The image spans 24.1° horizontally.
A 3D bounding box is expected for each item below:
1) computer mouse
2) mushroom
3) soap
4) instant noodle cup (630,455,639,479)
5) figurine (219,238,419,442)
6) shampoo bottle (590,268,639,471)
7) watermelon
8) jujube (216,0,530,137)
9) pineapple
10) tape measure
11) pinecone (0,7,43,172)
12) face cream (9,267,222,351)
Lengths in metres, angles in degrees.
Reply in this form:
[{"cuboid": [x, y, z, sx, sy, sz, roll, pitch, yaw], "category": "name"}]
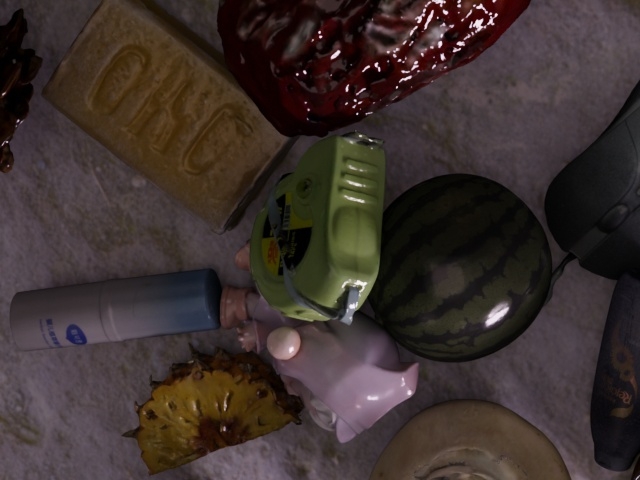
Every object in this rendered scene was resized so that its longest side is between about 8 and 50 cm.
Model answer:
[{"cuboid": [0.360, -0.057, 1.678, 0.167, 0.090, 0.379, 39, 105, 4], "category": "computer mouse"}, {"cuboid": [0.169, 0.303, 1.709, 0.246, 0.202, 0.246, 0, 88, 15], "category": "mushroom"}, {"cuboid": [-0.170, -0.155, 1.760, 0.274, 0.089, 0.173, 37, 104, 4], "category": "soap"}, {"cuboid": [0.455, 0.322, 1.648, 0.296, 0.214, 0.296, 1, 98, 10], "category": "instant noodle cup"}, {"cuboid": [-0.009, 0.115, 1.735, 0.133, 0.200, 0.276, -47, 62, -2], "category": "figurine"}, {"cuboid": [0.354, 0.151, 1.706, 0.087, 0.049, 0.234, 28, 118, 42], "category": "shampoo bottle"}, {"cuboid": [0.149, 0.033, 1.666, 0.212, 0.212, 0.212, 2, 98, 10], "category": "watermelon"}, {"cuboid": [0.064, -0.279, 1.622, 0.376, 0.258, 0.258, -34, 91, 0], "category": "jujube"}, {"cuboid": [-0.135, 0.188, 1.808, 0.233, 0.079, 0.135, -20, 92, 13], "category": "pineapple"}, {"cuboid": [0.000, 0.000, 1.633, 0.175, 0.106, 0.200, -18, 67, 51], "category": "tape measure"}, {"cuboid": [-0.470, -0.180, 1.732, 0.296, 0.242, 0.298, 43, 102, -3], "category": "pinecone"}, {"cuboid": [-0.246, 0.085, 1.813, 0.250, 0.077, 0.077, -8, 97, 12], "category": "face cream"}]
